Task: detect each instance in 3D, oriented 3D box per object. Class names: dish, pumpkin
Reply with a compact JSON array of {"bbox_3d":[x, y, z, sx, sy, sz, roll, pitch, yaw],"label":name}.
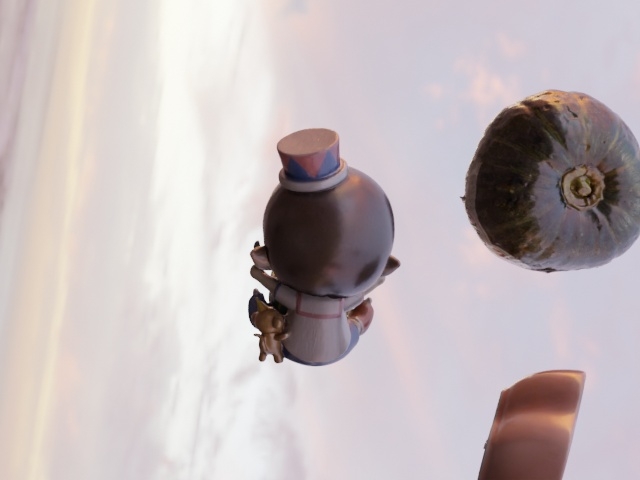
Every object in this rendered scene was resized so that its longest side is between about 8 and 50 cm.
[{"bbox_3d":[0.222,0.237,1.537,0.213,0.090,0.213,15,90,-81],"label":"dish"},{"bbox_3d":[0.323,-0.083,1.926,0.189,0.260,0.260,-138,-121,-71],"label":"pumpkin"}]

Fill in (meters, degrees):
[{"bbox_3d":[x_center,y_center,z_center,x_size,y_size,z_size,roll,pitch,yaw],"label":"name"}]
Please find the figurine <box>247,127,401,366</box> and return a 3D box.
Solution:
[{"bbox_3d":[0.001,0.006,1.497,0.158,0.161,0.275,-98,-164,-46],"label":"figurine"}]
